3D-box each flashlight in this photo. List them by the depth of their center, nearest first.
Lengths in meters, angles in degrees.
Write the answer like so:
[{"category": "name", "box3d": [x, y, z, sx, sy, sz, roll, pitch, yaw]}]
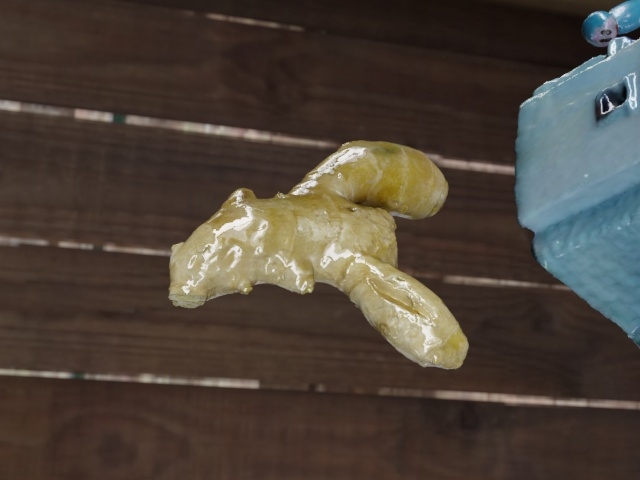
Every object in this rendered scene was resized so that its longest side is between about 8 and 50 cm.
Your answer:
[{"category": "flashlight", "box3d": [0.421, -0.312, 1.612, 0.051, 0.129, 0.051, 41, 148, 33]}]

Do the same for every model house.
[{"category": "model house", "box3d": [0.396, -0.099, 1.185, 0.329, 0.252, 0.295, -38, 29, 39]}]

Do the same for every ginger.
[{"category": "ginger", "box3d": [0.006, -0.020, 1.390, 0.122, 0.348, 0.363, 119, 162, -48]}]
